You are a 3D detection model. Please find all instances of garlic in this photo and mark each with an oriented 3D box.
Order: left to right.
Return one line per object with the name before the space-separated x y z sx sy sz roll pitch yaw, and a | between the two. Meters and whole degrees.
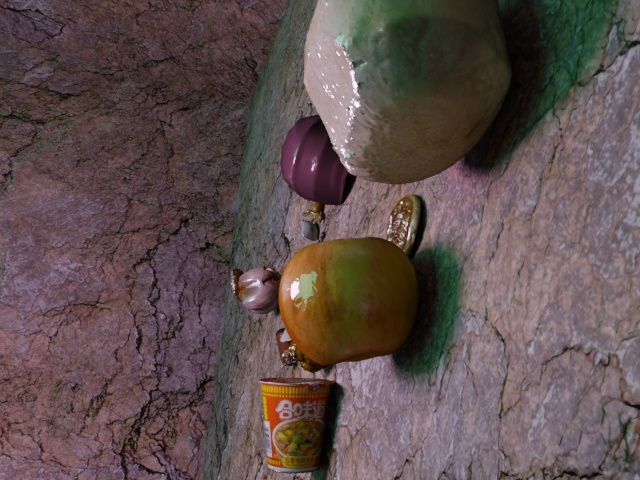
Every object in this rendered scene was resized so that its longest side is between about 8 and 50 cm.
garlic | -0.218 0.127 2.360 0.207 0.207 0.257 163 126 -72

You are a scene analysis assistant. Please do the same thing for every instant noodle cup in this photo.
instant noodle cup | -0.060 0.448 1.627 0.193 0.193 0.212 158 115 -71

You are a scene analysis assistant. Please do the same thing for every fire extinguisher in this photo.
fire extinguisher | -0.104 0.337 2.068 0.062 0.050 0.177 -35 27 7

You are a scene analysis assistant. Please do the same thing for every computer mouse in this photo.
computer mouse | -0.034 -0.041 2.095 0.032 0.055 0.110 -61 20 27

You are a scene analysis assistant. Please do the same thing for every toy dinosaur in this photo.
toy dinosaur | -0.002 -0.124 2.103 0.126 0.039 0.162 14 69 53

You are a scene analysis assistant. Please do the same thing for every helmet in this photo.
helmet | -0.020 -0.248 1.954 0.338 0.197 0.271 -116 38 -64

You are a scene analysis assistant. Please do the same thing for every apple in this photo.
apple | 0.056 0.118 1.289 0.286 0.286 0.233 147 118 -68

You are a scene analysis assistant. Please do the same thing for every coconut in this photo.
coconut | 0.140 -0.315 1.172 0.415 0.344 0.415 -171 90 -73

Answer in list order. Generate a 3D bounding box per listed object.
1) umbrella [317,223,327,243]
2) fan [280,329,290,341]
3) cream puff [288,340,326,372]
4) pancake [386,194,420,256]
umbrella | 0.000 0.001 2.019 0.022 0.013 0.122 -82 10 -62
fan | 0.020 0.147 1.692 0.414 0.012 0.233 -34 18 52
cream puff | -0.025 0.287 1.709 0.122 0.116 0.094 102 -173 -71
pancake | 0.175 -0.026 1.409 0.158 0.028 0.158 -169 90 -77
